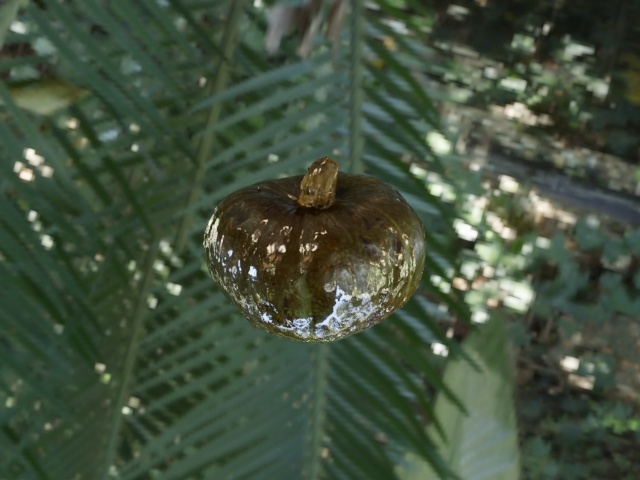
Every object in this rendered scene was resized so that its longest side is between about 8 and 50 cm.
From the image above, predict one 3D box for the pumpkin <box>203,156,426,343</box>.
[{"bbox_3d":[0.000,0.000,1.190,0.219,0.162,0.219,1,-159,-1],"label":"pumpkin"}]
